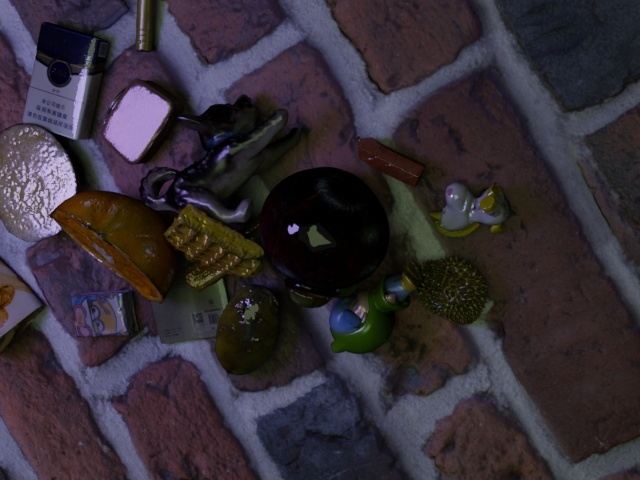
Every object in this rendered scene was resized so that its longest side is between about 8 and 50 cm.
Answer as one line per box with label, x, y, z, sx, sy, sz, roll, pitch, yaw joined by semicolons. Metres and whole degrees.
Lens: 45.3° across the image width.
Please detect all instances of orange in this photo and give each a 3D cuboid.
orange;-0.475;0.015;1.814;0.274;0.274;0.310;-32;67;16

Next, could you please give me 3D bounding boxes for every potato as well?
potato;-0.178;0.223;1.869;0.149;0.113;0.251;24;101;0
potato;-0.709;-0.148;1.946;0.239;0.116;0.299;-23;89;13

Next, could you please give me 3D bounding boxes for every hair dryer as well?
hair dryer;-0.416;-0.585;1.809;0.090;0.135;0.279;12;111;13

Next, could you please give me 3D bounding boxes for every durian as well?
durian;0.284;0.104;1.747;0.208;0.102;0.146;36;111;10

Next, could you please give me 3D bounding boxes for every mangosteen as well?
mangosteen;0.000;-0.013;1.711;0.300;0.300;0.300;2;99;14

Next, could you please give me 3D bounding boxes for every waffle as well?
waffle;-0.244;0.020;1.743;0.229;0.219;0.057;32;66;-15

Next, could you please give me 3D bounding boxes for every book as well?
book;-0.339;0.114;1.940;0.214;0.025;0.283;-8;96;13

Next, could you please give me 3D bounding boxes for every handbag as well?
handbag;-0.442;-0.296;1.881;0.151;0.072;0.193;41;107;5

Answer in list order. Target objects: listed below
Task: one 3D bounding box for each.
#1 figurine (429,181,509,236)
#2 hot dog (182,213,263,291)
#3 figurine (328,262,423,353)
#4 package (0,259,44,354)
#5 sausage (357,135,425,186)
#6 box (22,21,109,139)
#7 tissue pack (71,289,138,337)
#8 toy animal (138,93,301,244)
figurine;0.331;-0.065;1.718;0.178;0.109;0.130;1;120;17
hot dog;-0.207;0.022;1.864;0.289;0.068;0.083;-34;103;7
figurine;0.124;0.160;1.755;0.143;0.162;0.263;44;115;-6
package;-0.927;0.156;2.047;0.311;0.221;0.165;42;145;3
sausage;0.153;-0.183;1.753;0.169;0.065;0.065;28;104;9
box;-0.635;-0.396;1.913;0.168;0.071;0.259;18;103;11
tissue pack;-0.559;0.191;1.985;0.155;0.065;0.116;-5;96;14
toy animal;-0.244;-0.186;1.772;0.302;0.194;0.344;19;80;13
